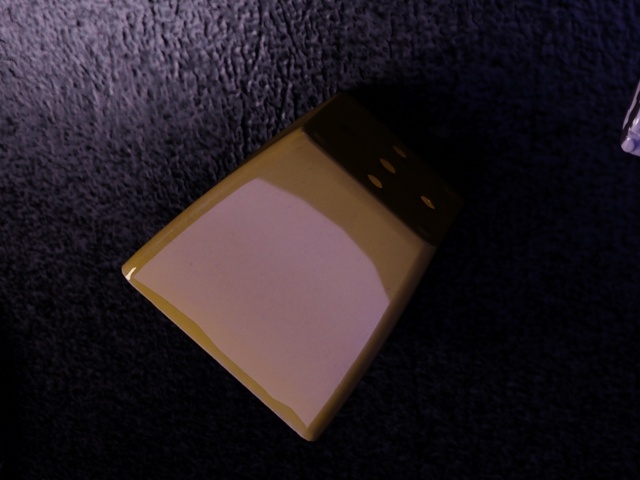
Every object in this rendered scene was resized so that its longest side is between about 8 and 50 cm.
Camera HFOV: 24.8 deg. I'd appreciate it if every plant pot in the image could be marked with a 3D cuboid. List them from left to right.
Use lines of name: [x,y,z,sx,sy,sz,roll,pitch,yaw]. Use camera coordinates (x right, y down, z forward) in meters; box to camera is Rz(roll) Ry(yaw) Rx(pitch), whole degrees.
plant pot: [0.000,0.000,1.227,0.212,0.212,0.187,42,114,-1]

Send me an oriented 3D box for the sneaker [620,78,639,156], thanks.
sneaker: [0.285,-0.131,1.098,0.071,0.068,0.170,16,133,-1]

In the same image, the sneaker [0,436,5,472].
sneaker: [-0.428,0.178,1.591,0.125,0.104,0.262,17,123,19]
